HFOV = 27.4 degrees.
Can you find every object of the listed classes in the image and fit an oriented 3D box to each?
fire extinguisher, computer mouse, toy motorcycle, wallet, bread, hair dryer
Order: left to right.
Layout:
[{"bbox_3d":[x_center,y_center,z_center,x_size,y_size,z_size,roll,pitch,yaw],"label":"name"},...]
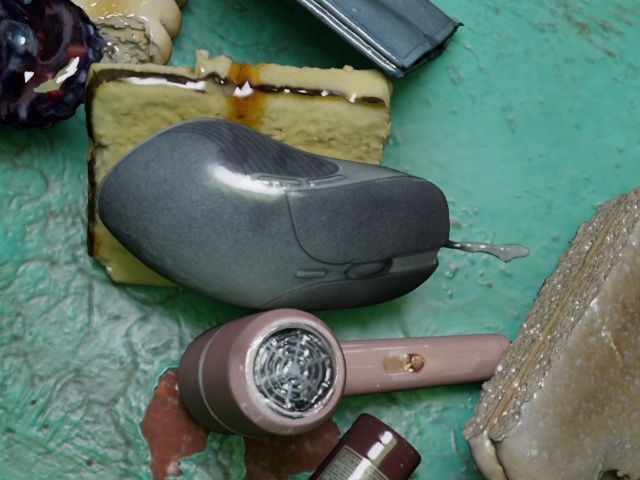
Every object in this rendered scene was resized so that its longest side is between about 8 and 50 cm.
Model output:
[{"bbox_3d":[-0.398,-0.193,1.203,0.416,0.172,0.232,-8,75,9],"label":"toy motorcycle"},{"bbox_3d":[-0.184,-0.240,1.267,0.119,0.084,0.177,19,76,2],"label":"bread"},{"bbox_3d":[-0.075,-0.059,1.157,0.263,0.236,0.199,3,76,-5],"label":"bread"},{"bbox_3d":[-0.016,0.253,1.171,0.099,0.071,0.231,46,76,-13],"label":"fire extinguisher"},{"bbox_3d":[0.000,0.000,1.108,0.379,0.167,0.090,7,43,-10],"label":"computer mouse"},{"bbox_3d":[0.007,-0.244,1.199,0.251,0.290,0.054,36,105,1],"label":"wallet"},{"bbox_3d":[0.060,0.108,1.177,0.344,0.189,0.107,-4,83,-21],"label":"hair dryer"},{"bbox_3d":[0.272,0.112,1.195,0.183,0.102,0.337,41,62,-9],"label":"bread"}]
